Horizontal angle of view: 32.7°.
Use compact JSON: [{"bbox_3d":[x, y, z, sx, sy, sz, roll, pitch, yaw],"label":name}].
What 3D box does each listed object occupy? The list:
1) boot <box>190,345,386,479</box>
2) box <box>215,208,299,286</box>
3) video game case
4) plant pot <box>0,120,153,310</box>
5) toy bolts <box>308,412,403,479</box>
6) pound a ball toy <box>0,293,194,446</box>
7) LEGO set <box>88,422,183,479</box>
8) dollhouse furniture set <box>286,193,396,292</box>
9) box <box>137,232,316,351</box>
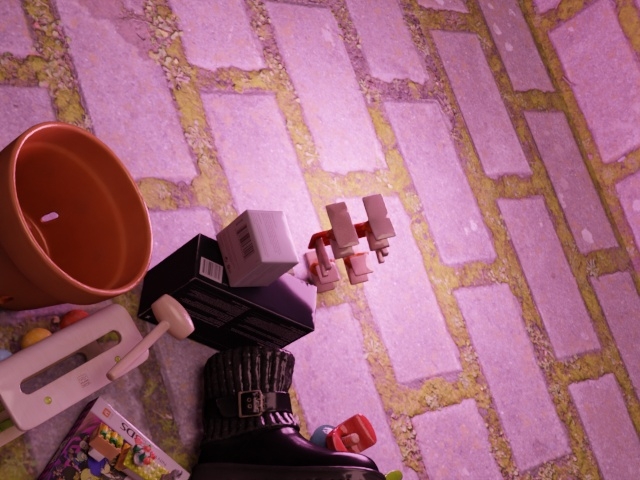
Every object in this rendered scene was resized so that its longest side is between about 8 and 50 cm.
[{"bbox_3d":[-0.051,0.313,1.867,0.131,0.347,0.260,80,16,-55],"label":"boot"},{"bbox_3d":[-0.107,0.014,1.851,0.087,0.102,0.101,1,63,-42],"label":"box"},{"bbox_3d":[-0.337,0.399,1.726,0.210,0.041,0.232,45,44,-15],"label":"video game case"},{"bbox_3d":[-0.437,-0.014,1.721,0.291,0.203,0.291,38,38,-38],"label":"plant pot"},{"bbox_3d":[0.032,0.449,1.966,0.218,0.158,0.229,-23,84,-44],"label":"toy bolts"},{"bbox_3d":[-0.380,0.175,1.692,0.319,0.208,0.136,-31,90,-47],"label":"pound a ball toy"},{"bbox_3d":[-0.243,0.396,1.705,0.132,0.107,0.287,-22,86,-49],"label":"LEGO set"},{"bbox_3d":[0.000,0.000,2.141,0.259,0.262,0.135,-13,72,-14],"label":"dollhouse furniture set"},{"bbox_3d":[-0.164,0.110,1.953,0.261,0.184,0.103,27,47,-31],"label":"box"}]
